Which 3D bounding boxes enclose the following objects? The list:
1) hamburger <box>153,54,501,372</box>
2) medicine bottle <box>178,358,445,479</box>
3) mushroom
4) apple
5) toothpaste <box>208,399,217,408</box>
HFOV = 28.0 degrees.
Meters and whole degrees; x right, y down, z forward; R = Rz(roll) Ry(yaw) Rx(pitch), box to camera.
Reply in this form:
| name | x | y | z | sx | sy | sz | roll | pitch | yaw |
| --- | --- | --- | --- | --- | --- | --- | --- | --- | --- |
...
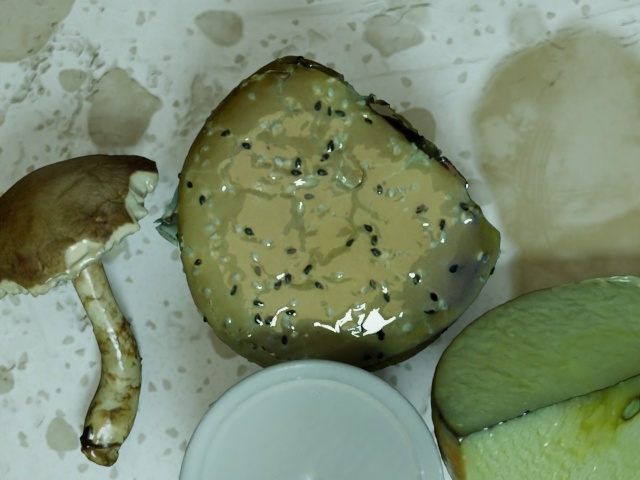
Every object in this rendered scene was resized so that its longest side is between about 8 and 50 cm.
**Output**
| name | x | y | z | sx | sy | sz | roll | pitch | yaw |
| --- | --- | --- | --- | --- | --- | --- | --- | --- | --- |
| hamburger | 0.000 | 0.000 | 1.296 | 0.318 | 0.195 | 0.277 | 38 | 87 | 8 |
| medicine bottle | -0.003 | 0.248 | 1.206 | 0.238 | 0.232 | 0.238 | 0 | 71 | 1 |
| mushroom | -0.260 | 0.048 | 1.384 | 0.208 | 0.302 | 0.233 | 21 | 43 | 25 |
| apple | 0.244 | 0.160 | 1.211 | 0.346 | 0.179 | 0.254 | -18 | 72 | -26 |
| toothpaste | -0.015 | 0.291 | 1.340 | 0.058 | 0.056 | 0.314 | -20 | 74 | -31 |
